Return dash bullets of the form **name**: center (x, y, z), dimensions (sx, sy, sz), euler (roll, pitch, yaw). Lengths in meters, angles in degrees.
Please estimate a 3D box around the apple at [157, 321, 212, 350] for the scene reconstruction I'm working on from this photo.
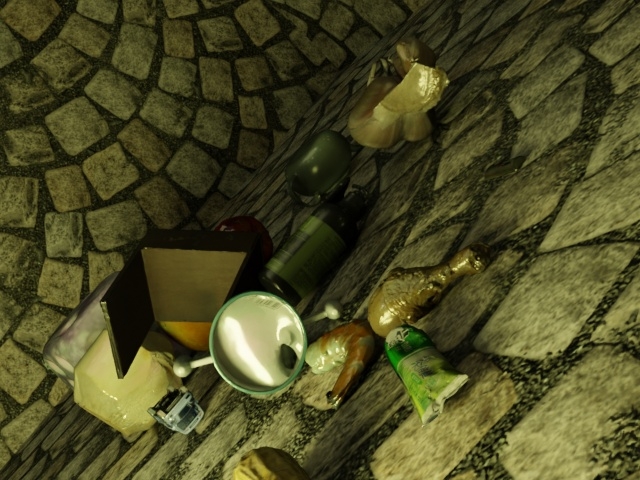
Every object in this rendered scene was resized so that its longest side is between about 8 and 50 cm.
- **apple**: center (-0.265, 0.139, 2.135), dimensions (0.237, 0.207, 0.237), euler (-26, 30, 16)

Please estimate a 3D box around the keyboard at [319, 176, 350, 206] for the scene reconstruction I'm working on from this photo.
- **keyboard**: center (0.019, -0.073, 2.062), dimensions (0.106, 0.016, 0.262), euler (-49, -5, -11)

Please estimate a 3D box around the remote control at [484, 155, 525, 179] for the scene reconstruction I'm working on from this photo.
- **remote control**: center (0.289, -0.117, 1.481), dimensions (0.034, 0.016, 0.091), euler (-55, 14, -19)

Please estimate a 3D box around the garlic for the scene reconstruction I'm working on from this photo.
- **garlic**: center (0.162, -0.321, 2.029), dimensions (0.210, 0.237, 0.292), euler (-4, 11, -9)

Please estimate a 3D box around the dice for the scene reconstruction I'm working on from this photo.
- **dice**: center (-0.488, 0.254, 2.271), dimensions (0.271, 0.270, 0.270), euler (-53, 14, -27)

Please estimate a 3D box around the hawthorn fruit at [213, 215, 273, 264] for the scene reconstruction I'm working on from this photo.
- **hawthorn fruit**: center (-0.210, 0.017, 2.386), dimensions (0.173, 0.173, 0.179), euler (-47, 13, -3)

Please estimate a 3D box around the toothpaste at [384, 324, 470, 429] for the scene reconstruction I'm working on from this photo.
- **toothpaste**: center (0.120, 0.150, 1.124), dimensions (0.078, 0.047, 0.248), euler (-47, 14, 4)

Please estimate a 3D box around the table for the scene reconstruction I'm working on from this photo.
- **table**: center (-0.254, 0.128, 1.840), dimensions (0.251, 0.196, 0.282), euler (2, 30, 9)

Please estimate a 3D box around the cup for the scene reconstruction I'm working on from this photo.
- **cup**: center (-0.104, 0.163, 1.572), dimensions (0.300, 0.167, 0.173), euler (-20, 1, -4)

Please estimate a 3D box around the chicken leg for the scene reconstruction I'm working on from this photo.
- **chicken leg**: center (0.147, 0.058, 1.282), dimensions (0.198, 0.069, 0.085), euler (-34, 17, 21)

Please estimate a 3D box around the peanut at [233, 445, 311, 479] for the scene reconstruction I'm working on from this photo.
- **peanut**: center (-0.055, 0.298, 1.118), dimensions (0.083, 0.093, 0.194), euler (-34, 8, -12)

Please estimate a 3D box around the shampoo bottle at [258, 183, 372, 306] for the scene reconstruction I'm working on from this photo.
- **shampoo bottle**: center (0.000, 0.000, 1.866), dimensions (0.284, 0.101, 0.101), euler (-48, 12, -12)

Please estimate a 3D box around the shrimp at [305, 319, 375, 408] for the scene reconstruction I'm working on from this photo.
- **shrimp**: center (0.020, 0.189, 1.349), dimensions (0.161, 0.049, 0.166), euler (-34, 25, 39)

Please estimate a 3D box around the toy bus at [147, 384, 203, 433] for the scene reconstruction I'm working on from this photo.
- **toy bus**: center (-0.274, 0.326, 1.792), dimensions (0.073, 0.076, 0.167), euler (-49, 10, -18)

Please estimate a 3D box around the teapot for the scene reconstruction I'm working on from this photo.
- **teapot**: center (0.001, -0.195, 2.447), dimensions (0.193, 0.129, 0.294), euler (-32, 21, 49)

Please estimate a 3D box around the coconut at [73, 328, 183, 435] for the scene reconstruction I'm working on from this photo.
- **coconut**: center (-0.411, 0.293, 2.022), dimensions (0.241, 0.241, 0.241), euler (-43, 12, 12)
